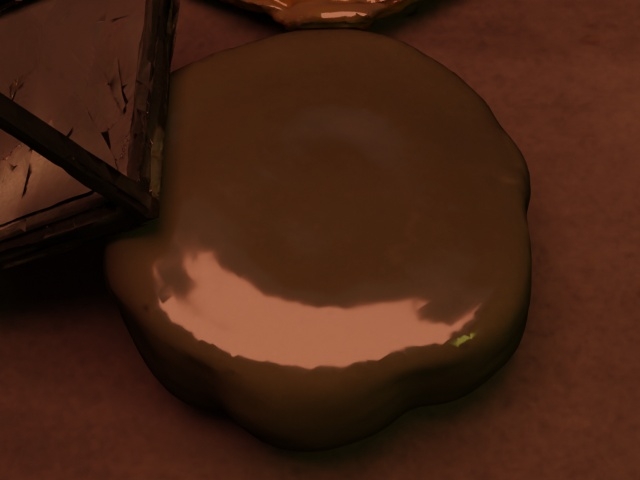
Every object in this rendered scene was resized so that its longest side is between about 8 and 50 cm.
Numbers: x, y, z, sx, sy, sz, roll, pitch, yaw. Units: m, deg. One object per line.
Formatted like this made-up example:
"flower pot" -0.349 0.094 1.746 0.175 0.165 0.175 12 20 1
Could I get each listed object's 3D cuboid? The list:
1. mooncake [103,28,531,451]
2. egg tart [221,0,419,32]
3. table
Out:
"mooncake" 0.000 0.000 1.110 0.275 0.135 0.275 -2 61 3
"egg tart" 0.010 -0.308 1.286 0.341 0.129 0.341 -3 61 5
"table" -0.299 -0.119 1.068 0.335 0.272 0.222 -17 54 31
